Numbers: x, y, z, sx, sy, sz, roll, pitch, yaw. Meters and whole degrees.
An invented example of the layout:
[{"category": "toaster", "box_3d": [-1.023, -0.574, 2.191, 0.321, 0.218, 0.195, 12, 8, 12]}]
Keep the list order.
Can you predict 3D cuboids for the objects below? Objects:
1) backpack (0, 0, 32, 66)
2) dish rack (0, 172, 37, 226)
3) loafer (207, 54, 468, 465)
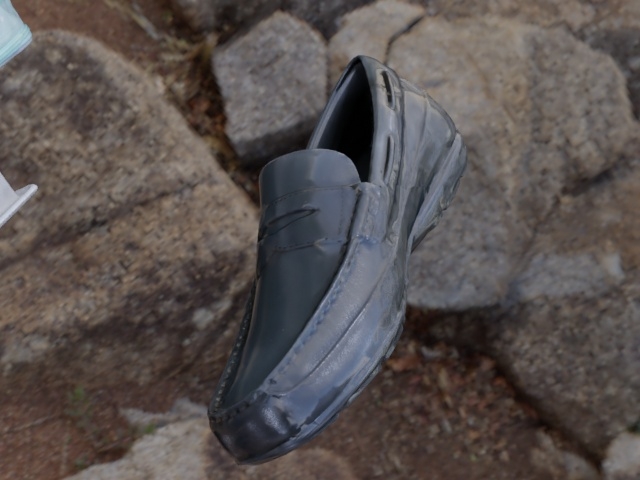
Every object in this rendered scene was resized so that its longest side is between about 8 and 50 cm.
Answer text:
[{"category": "backpack", "box_3d": [-0.247, -0.143, 0.686, 0.144, 0.165, 0.188, 53, 51, -32]}, {"category": "dish rack", "box_3d": [-0.342, 0.045, 0.718, 0.072, 0.332, 0.285, 60, 5, -12]}, {"category": "loafer", "box_3d": [0.000, 0.000, 0.516, 0.078, 0.076, 0.223, 47, 41, -18]}]
